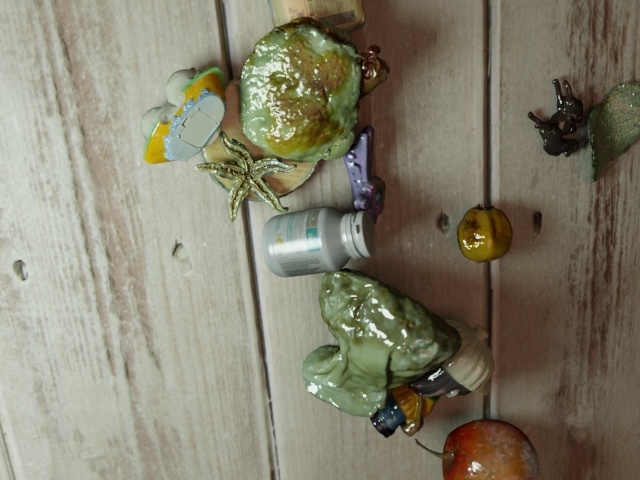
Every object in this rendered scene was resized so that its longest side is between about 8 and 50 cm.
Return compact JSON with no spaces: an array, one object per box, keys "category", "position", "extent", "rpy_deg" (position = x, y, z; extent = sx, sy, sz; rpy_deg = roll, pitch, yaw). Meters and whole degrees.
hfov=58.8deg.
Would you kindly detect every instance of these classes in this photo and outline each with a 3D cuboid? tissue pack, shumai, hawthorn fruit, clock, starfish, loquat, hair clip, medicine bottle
[{"category":"tissue pack","position":[-0.020,-0.500,1.099],"extent":[0.186,0.090,0.223],"rpy_deg":[-19,109,-10]},{"category":"shumai","position":[0.111,0.245,1.205],"extent":[0.292,0.329,0.289],"rpy_deg":[36,83,-43]},{"category":"hawthorn fruit","position":[0.414,0.563,1.429],"extent":[0.231,0.262,0.235],"rpy_deg":[-35,125,-41]},{"category":"clock","position":[-0.263,-0.238,1.083],"extent":[0.231,0.144,0.103],"rpy_deg":[-49,138,9]},{"category":"starfish","position":[-0.152,-0.114,1.148],"extent":[0.208,0.053,0.176],"rpy_deg":[26,108,-11]},{"category":"loquat","position":[0.376,-0.016,1.312],"extent":[0.137,0.113,0.138],"rpy_deg":[0,85,-2]},{"category":"hair clip","position":[0.090,-0.120,1.216],"extent":[0.090,0.137,0.279],"rpy_deg":[-7,109,26]},{"category":"medicine bottle","position":[0.000,0.000,1.170],"extent":[0.215,0.135,0.135],"rpy_deg":[-9,109,22]}]

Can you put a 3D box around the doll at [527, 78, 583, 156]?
[{"category":"doll","position":[0.558,-0.269,1.317],"extent":[0.165,0.057,0.139],"rpy_deg":[36,92,-28]}]

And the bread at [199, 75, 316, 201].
[{"category":"bread","position":[-0.123,-0.211,1.176],"extent":[0.266,0.040,0.267],"rpy_deg":[-3,105,-12]}]

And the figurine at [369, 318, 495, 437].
[{"category":"figurine","position":[0.252,0.320,1.333],"extent":[0.332,0.185,0.205],"rpy_deg":[-27,144,-10]}]

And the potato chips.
[{"category":"potato chips","position":[0.699,-0.259,1.352],"extent":[0.228,0.059,0.167],"rpy_deg":[-47,116,-3]}]

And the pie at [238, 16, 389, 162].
[{"category":"pie","position":[-0.027,-0.286,1.099],"extent":[0.257,0.105,0.275],"rpy_deg":[22,109,-18]}]
